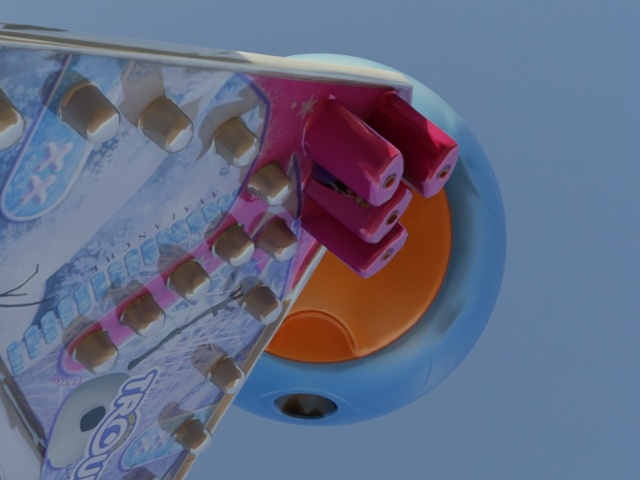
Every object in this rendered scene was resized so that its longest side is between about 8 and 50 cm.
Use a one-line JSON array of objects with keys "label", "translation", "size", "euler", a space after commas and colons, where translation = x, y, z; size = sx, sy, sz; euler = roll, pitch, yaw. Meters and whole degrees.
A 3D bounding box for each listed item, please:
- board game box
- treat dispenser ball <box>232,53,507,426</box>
[{"label": "board game box", "translation": [-0.146, 0.106, 0.461], "size": [0.050, 0.390, 0.390], "euler": [41, -67, 25]}, {"label": "treat dispenser ball", "translation": [0.000, 0.000, 1.025], "size": [0.288, 0.288, 0.288], "euler": [2, -102, -12]}]
